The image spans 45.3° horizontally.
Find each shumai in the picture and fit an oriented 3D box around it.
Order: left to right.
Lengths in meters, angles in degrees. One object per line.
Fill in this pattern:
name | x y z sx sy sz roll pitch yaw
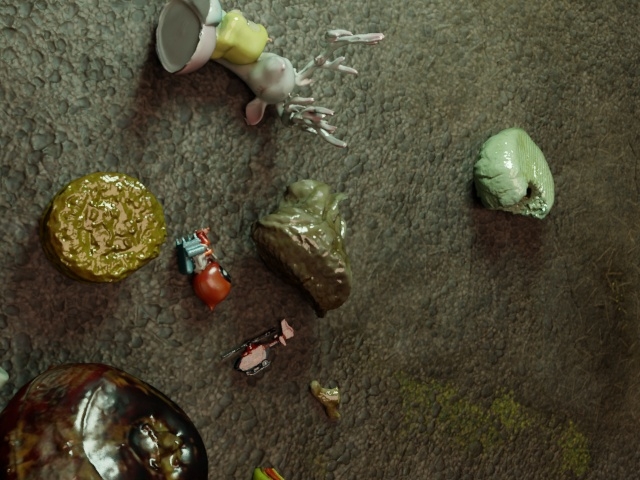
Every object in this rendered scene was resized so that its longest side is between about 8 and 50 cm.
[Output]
shumai | 0.000 -0.002 1.372 0.218 0.184 0.185 45 74 -8

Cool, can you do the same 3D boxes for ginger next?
ginger | 0.020 0.303 1.481 0.048 0.030 0.097 -41 111 -19

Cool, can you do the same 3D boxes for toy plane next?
toy plane | -0.110 0.201 1.408 0.145 0.037 0.060 -30 95 -19

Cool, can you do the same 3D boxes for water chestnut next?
water chestnut | -0.349 0.366 1.161 0.350 0.302 0.351 33 37 -29

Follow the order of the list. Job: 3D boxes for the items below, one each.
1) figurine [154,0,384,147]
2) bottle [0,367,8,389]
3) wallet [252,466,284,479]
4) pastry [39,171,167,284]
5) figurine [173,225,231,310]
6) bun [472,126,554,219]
figurine | -0.087 -0.285 1.281 0.315 0.284 0.207 17 86 -39
bottle | -0.577 0.275 1.127 0.104 0.104 0.245 40 74 -23
wallet | -0.100 0.542 1.366 0.067 0.141 0.241 9 87 -22
pastry | -0.351 -0.020 1.235 0.188 0.103 0.189 -1 92 -28
figurine | -0.203 0.052 1.335 0.075 0.068 0.140 -26 102 -27
bun | 0.398 -0.128 1.610 0.212 0.126 0.204 48 45 -27
